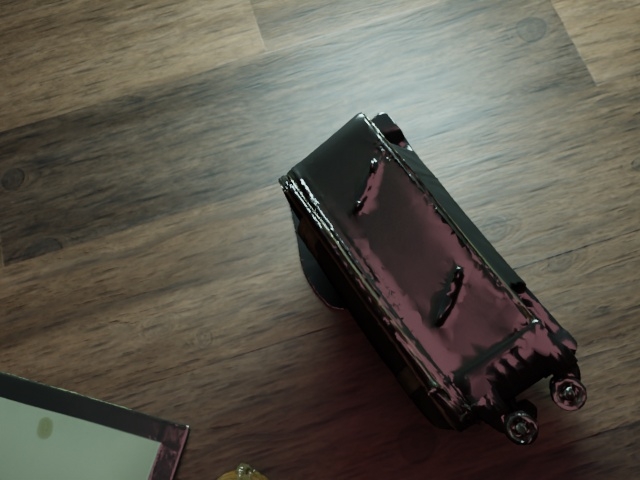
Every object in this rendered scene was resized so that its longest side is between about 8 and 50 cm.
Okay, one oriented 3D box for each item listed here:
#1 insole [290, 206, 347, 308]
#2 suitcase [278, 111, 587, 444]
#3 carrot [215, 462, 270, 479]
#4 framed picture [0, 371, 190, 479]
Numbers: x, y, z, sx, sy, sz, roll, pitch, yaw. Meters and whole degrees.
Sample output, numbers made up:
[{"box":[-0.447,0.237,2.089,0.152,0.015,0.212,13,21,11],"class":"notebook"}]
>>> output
[{"box":[0.000,0.000,1.006,0.080,0.003,0.232,-19,68,-3],"class":"insole"},{"box":[0.135,0.051,0.833,0.194,0.283,0.434,-37,71,8],"class":"suitcase"},{"box":[-0.117,0.328,0.752,0.101,0.263,0.102,-1,79,8],"class":"carrot"},{"box":[-0.377,0.339,0.895,0.346,0.016,0.265,12,70,10],"class":"framed picture"}]
